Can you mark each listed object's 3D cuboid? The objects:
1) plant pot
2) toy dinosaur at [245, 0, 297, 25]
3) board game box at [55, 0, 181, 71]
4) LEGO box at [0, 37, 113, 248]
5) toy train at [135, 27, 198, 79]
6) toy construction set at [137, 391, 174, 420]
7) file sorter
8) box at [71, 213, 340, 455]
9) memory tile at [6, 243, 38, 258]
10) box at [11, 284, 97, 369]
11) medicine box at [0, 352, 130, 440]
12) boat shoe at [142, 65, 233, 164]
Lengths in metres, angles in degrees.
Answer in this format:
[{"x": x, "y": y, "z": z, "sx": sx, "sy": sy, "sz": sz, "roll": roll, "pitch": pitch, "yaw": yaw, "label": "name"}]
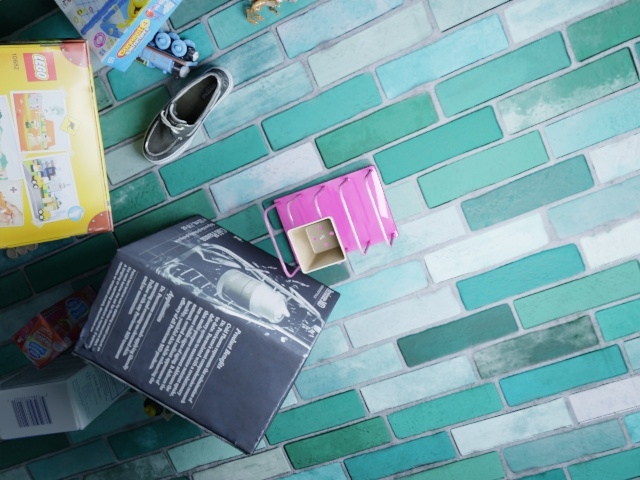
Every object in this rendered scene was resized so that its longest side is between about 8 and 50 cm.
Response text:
[{"x": 0.000, "y": 0.000, "z": 1.441, "sx": 0.109, "sy": 0.096, "sz": 0.109, "roll": -18, "pitch": 100, "yaw": 14, "label": "plant pot"}, {"x": -0.164, "y": -0.616, "z": 1.553, "sx": 0.212, "sy": 0.064, "sz": 0.112, "roll": 14, "pitch": 87, "yaw": -2, "label": "toy dinosaur"}, {"x": -0.513, "y": -0.649, "z": 1.545, "sx": 0.302, "sy": 0.086, "sz": 0.308, "roll": -44, "pitch": 73, "yaw": 17, "label": "board game box"}, {"x": -0.763, "y": -0.248, "z": 1.548, "sx": 0.373, "sy": 0.193, "sz": 0.500, "roll": -12, "pitch": 113, "yaw": -29, "label": "LEGO box"}, {"x": -0.413, "y": -0.498, "z": 1.612, "sx": 0.184, "sy": 0.080, "sz": 0.105, "roll": 25, "pitch": 113, "yaw": 6, "label": "toy train"}, {"x": -0.376, "y": 0.413, "z": 1.767, "sx": 0.309, "sy": 0.257, "sz": 0.237, "roll": 24, "pitch": 126, "yaw": -18, "label": "toy construction set"}, {"x": 0.027, "y": -0.044, "z": 1.572, "sx": 0.291, "sy": 0.182, "sz": 0.202, "roll": -18, "pitch": 99, "yaw": 14, "label": "file sorter"}, {"x": -0.250, "y": 0.199, "z": 1.525, "sx": 0.472, "sy": 0.480, "sz": 0.297, "roll": 30, "pitch": 106, "yaw": 3, "label": "box"}, {"x": -0.931, "y": -0.025, "z": 1.852, "sx": 0.113, "sy": 0.012, "sz": 0.148, "roll": -21, "pitch": 97, "yaw": 15, "label": "memory tile"}, {"x": -0.730, "y": 0.242, "z": 1.745, "sx": 0.128, "sy": 0.257, "sz": 0.122, "roll": -38, "pitch": 95, "yaw": 16, "label": "box"}, {"x": -0.745, "y": 0.434, "z": 1.774, "sx": 0.264, "sy": 0.289, "sz": 0.149, "roll": -11, "pitch": 98, "yaw": 13, "label": "medicine box"}, {"x": -0.372, "y": -0.334, "z": 1.616, "sx": 0.121, "sy": 0.119, "sz": 0.335, "roll": 44, "pitch": 107, "yaw": -1, "label": "boat shoe"}]
